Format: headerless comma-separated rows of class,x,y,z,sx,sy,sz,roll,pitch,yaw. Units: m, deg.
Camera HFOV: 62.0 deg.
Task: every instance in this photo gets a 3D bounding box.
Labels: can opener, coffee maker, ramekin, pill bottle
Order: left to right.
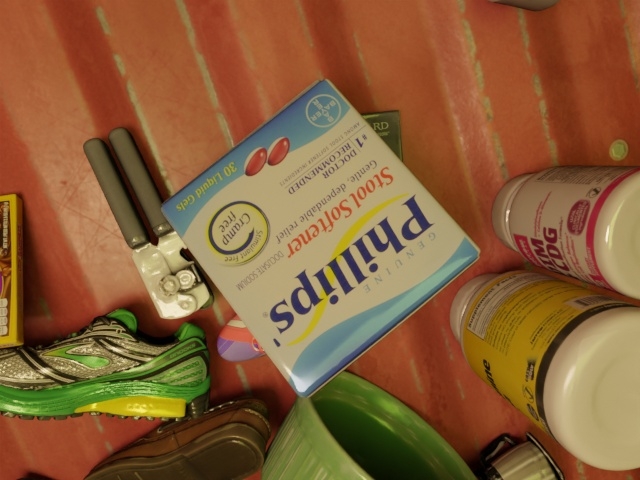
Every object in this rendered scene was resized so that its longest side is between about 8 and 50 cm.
can opener,-0.241,-0.018,0.747,0.074,0.093,0.280,-26,93,-8
ramekin,0.064,0.332,0.744,0.303,0.303,0.148,31,98,-13
coffee maker,0.311,0.435,0.889,0.178,0.120,0.171,-26,103,-5
pill bottle,0.312,0.146,0.737,0.188,0.334,0.187,-1,98,-10
pill bottle,0.370,-0.025,0.748,0.160,0.283,0.160,-1,98,-10

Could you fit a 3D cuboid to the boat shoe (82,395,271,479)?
boat shoe,-0.207,0.320,0.789,0.307,0.104,0.110,-20,112,13

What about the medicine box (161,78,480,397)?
medicine box,0.000,0.000,0.679,0.263,0.149,0.289,-39,77,-3

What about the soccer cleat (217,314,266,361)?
soccer cleat,-0.034,0.121,0.771,0.248,0.095,0.083,-21,117,-3

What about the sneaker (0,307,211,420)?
sneaker,-0.325,0.163,0.743,0.344,0.134,0.146,5,86,-16

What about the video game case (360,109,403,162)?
video game case,0.037,-0.051,0.816,0.196,0.026,0.274,-8,99,-9

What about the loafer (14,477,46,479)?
loafer,-0.343,0.462,0.784,0.302,0.109,0.095,36,95,-16

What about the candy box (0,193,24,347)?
candy box,-0.447,0.042,0.694,0.105,0.027,0.205,-9,71,-7

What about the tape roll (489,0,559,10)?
tape roll,0.294,-0.428,0.708,0.072,0.219,0.219,6,97,-11
